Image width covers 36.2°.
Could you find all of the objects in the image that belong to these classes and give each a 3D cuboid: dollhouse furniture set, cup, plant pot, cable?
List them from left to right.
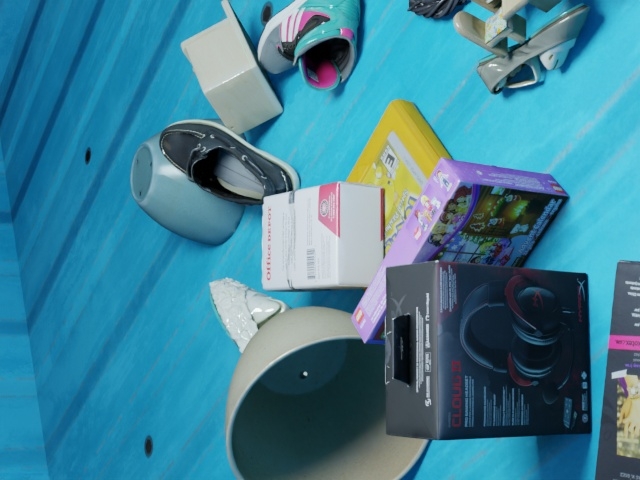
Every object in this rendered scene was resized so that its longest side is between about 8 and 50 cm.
[{"bbox_3d":[-0.311,-0.141,2.195,0.290,0.195,0.290,-13,74,56],"label":"plant pot"},{"bbox_3d":[-0.008,0.238,1.589,0.237,0.331,0.331,-120,45,-61],"label":"cup"},{"bbox_3d":[0.201,-0.432,1.582,0.184,0.047,0.150,-50,51,39],"label":"cable"},{"bbox_3d":[0.256,-0.416,1.316,0.212,0.161,0.242,-36,39,49],"label":"dollhouse furniture set"}]

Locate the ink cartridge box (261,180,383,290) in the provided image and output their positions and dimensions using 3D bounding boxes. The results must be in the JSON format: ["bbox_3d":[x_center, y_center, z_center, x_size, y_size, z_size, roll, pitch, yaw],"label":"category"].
[{"bbox_3d":[0.000,0.000,1.687,0.237,0.100,0.172,-8,80,55],"label":"ink cartridge box"}]

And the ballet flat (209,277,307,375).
[{"bbox_3d":[-0.084,0.201,1.883,0.147,0.147,0.409,-61,43,33],"label":"ballet flat"}]

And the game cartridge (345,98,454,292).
[{"bbox_3d":[0.136,-0.026,1.613,0.285,0.052,0.324,-61,38,33],"label":"game cartridge"}]

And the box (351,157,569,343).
[{"bbox_3d":[0.192,0.026,1.379,0.293,0.201,0.057,-63,38,31],"label":"box"}]

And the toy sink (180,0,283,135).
[{"bbox_3d":[-0.193,-0.359,2.036,0.131,0.153,0.234,-27,54,4],"label":"toy sink"}]

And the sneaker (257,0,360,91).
[{"bbox_3d":[-0.023,-0.351,1.851,0.295,0.124,0.178,-34,48,49],"label":"sneaker"}]

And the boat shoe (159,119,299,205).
[{"bbox_3d":[-0.210,-0.148,1.975,0.340,0.113,0.127,29,121,21],"label":"boat shoe"}]

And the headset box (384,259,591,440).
[{"bbox_3d":[0.205,0.142,1.257,0.110,0.293,0.218,-11,76,57],"label":"headset box"}]

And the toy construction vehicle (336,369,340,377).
[{"bbox_3d":[0.025,0.222,1.765,0.086,0.035,0.098,-24,66,54],"label":"toy construction vehicle"}]

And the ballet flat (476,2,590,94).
[{"bbox_3d":[0.308,-0.262,1.379,0.213,0.072,0.068,-23,94,55],"label":"ballet flat"}]

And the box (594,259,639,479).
[{"bbox_3d":[0.411,0.162,1.050,0.143,0.165,0.270,8,93,58],"label":"box"}]
